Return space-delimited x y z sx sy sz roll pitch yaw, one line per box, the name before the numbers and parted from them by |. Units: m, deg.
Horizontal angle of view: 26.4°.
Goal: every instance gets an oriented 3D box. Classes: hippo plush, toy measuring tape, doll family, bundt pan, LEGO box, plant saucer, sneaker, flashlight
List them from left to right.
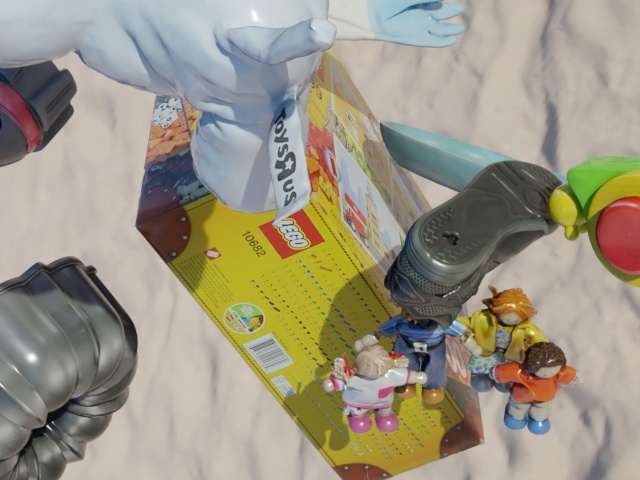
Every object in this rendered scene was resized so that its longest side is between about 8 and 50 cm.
flashlight | -0.300 -0.027 0.968 0.103 0.103 0.304 -4 43 49
bundt pan | -0.324 0.182 1.496 0.124 0.331 0.331 40 117 14
hippo plush | -0.117 -0.126 0.789 0.294 0.237 0.234 -86 5 -47
LEGO box | 0.000 0.000 1.674 0.193 0.500 0.372 -23 37 18
doll family | 0.131 0.106 1.372 0.163 0.263 0.118 91 177 -53
sneaker | 0.140 0.005 1.279 0.087 0.227 0.130 47 138 12
plant saucer | 0.213 -0.070 1.577 0.317 0.318 0.043 30 104 54
toy measuring tape | 0.342 -0.012 1.153 0.330 0.121 0.121 3 82 39

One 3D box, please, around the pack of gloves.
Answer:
pack of gloves | 0.065 -0.308 1.477 0.046 0.232 0.195 -32 65 51
